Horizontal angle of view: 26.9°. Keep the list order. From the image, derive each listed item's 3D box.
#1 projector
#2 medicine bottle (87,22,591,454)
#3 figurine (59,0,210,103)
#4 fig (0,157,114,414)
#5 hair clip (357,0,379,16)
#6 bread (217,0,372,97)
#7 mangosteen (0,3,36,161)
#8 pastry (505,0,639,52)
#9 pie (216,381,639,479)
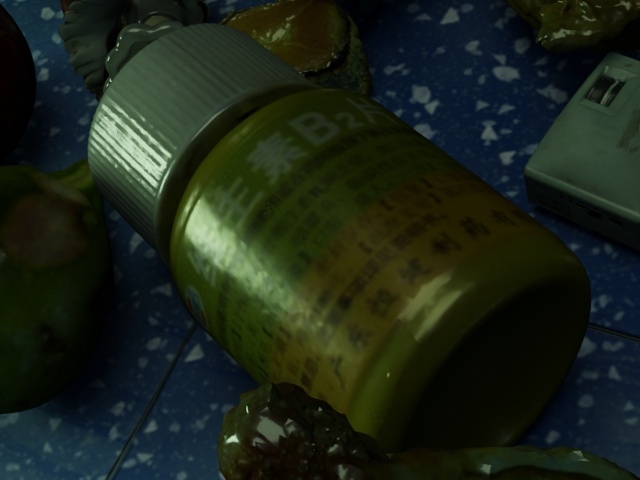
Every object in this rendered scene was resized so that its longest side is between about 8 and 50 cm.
[{"bbox_3d":[0.254,-0.074,1.111,0.115,0.061,0.147,27,66,28],"label":"projector"},{"bbox_3d":[0.000,0.000,1.026,0.224,0.224,0.384,-40,54,-14],"label":"medicine bottle"},{"bbox_3d":[-0.179,-0.254,1.299,0.166,0.207,0.387,-2,38,-13],"label":"figurine"},{"bbox_3d":[-0.248,0.015,1.130,0.206,0.206,0.275,1,28,15],"label":"fig"},{"bbox_3d":[0.052,-0.391,1.264,0.318,0.392,0.238,-41,83,-18],"label":"hair clip"},{"bbox_3d":[-0.028,-0.171,1.250,0.140,0.069,0.128,-16,52,8],"label":"bread"},{"bbox_3d":[-0.377,-0.167,1.220,0.215,0.258,0.215,-10,40,9],"label":"mangosteen"},{"bbox_3d":[0.264,-0.273,1.195,0.240,0.132,0.235,-16,75,-5],"label":"pastry"},{"bbox_3d":[0.077,0.317,0.760,0.395,0.180,0.418,13,74,-10],"label":"pie"}]
